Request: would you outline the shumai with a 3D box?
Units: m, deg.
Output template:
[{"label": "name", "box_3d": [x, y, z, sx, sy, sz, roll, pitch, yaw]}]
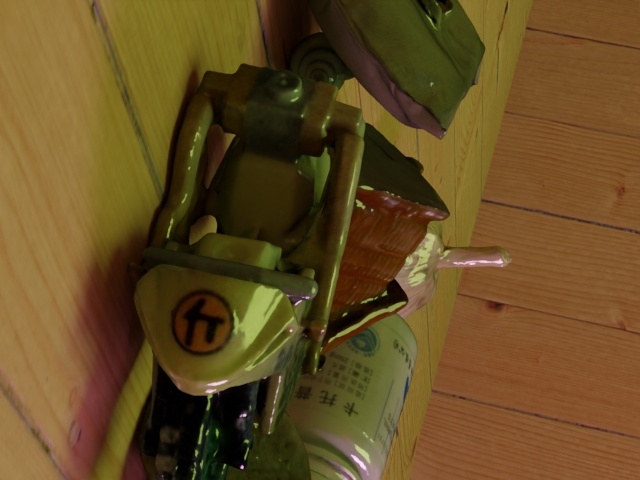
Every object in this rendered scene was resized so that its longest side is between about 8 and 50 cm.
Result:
[{"label": "shumai", "box_3d": [-0.104, 0.214, 1.561, 0.120, 0.201, 0.201, -34, -159, 38]}]

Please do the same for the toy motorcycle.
[{"label": "toy motorcycle", "box_3d": [-0.067, 0.025, 1.402, 0.237, 0.168, 0.410, 99, 4, -48]}]

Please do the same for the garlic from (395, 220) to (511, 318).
[{"label": "garlic", "box_3d": [0.156, 0.031, 2.401, 0.199, 0.226, 0.199, 7, 90, -82]}]

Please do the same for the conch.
[{"label": "conch", "box_3d": [0.012, -0.186, 1.763, 0.180, 0.088, 0.065, -74, 164, -68]}]

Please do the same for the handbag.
[{"label": "handbag", "box_3d": [0.072, -0.236, 1.738, 0.253, 0.109, 0.316, 57, 20, -7]}]

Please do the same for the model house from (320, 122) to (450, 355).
[{"label": "model house", "box_3d": [0.001, -0.001, 1.767, 0.219, 0.199, 0.229, 24, 106, -41]}]

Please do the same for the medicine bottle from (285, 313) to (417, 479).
[{"label": "medicine bottle", "box_3d": [-0.001, 0.212, 1.924, 0.170, 0.170, 0.293, 89, 18, -51]}]
